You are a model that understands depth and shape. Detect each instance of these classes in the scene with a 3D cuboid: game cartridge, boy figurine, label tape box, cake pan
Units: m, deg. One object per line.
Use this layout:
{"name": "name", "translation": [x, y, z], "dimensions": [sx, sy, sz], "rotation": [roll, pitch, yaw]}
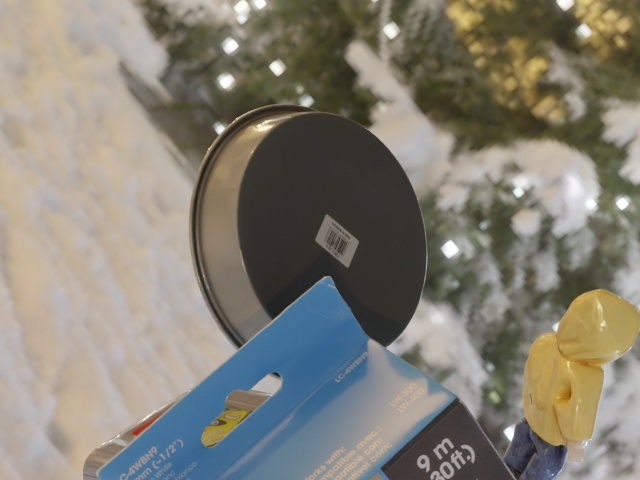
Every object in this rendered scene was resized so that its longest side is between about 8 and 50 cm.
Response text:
{"name": "game cartridge", "translation": [-0.132, 0.254, 1.945], "dimensions": [0.196, 0.060, 0.294], "rotation": [12, 20, 25]}
{"name": "boy figurine", "translation": [0.286, 0.177, 1.846], "dimensions": [0.092, 0.285, 0.177], "rotation": [13, 22, -18]}
{"name": "label tape box", "translation": [0.029, 0.240, 1.230], "dimensions": [0.347, 0.249, 0.115], "rotation": [56, -18, -19]}
{"name": "cake pan", "translation": [0.000, 0.000, 1.575], "dimensions": [0.293, 0.054, 0.293], "rotation": [10, 74, -39]}
